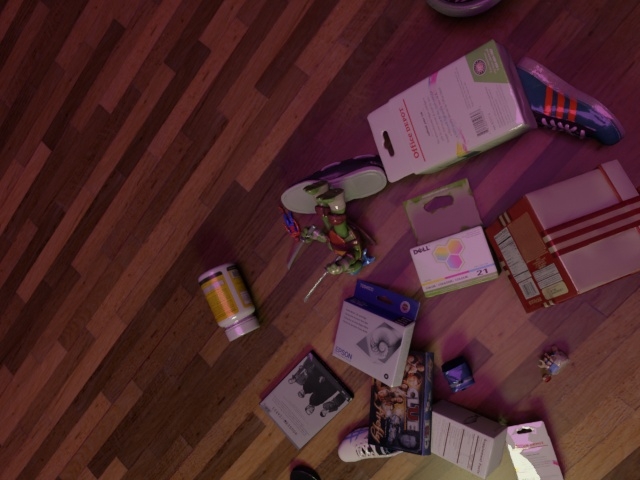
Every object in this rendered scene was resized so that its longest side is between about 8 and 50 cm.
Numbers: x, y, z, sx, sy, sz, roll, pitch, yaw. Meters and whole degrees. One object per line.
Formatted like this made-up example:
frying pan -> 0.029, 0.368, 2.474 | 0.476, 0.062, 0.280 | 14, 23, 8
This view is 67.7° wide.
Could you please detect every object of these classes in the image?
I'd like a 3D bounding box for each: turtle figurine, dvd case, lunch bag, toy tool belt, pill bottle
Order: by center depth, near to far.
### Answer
toy tool belt -> 0.565, 0.302, 1.173 | 0.083, 0.052, 0.051 | -49, 46, 10
lunch bag -> 0.352, 0.344, 1.213 | 0.067, 0.098, 0.065 | -28, 86, 12
turtle figurine -> 0.000, 0.000, 1.241 | 0.274, 0.198, 0.267 | -8, 116, 12
dvd case -> -0.044, 0.464, 1.384 | 0.179, 0.029, 0.239 | 46, 105, 12
pill bottle -> -0.265, 0.180, 1.401 | 0.119, 0.119, 0.209 | -28, 82, 17

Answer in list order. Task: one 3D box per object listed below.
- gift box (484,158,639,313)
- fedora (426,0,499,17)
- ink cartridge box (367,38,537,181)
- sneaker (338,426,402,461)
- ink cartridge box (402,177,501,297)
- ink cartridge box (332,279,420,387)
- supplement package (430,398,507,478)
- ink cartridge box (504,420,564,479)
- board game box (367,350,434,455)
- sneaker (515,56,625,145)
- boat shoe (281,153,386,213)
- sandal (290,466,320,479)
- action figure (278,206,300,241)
gift box -> 0.555, 0.017, 1.029 | 0.258, 0.255, 0.277 | -20, 79, -9
fedora -> 0.382, -0.667, 1.157 | 0.275, 0.124, 0.244 | -46, 76, 23
ink cartridge box -> 0.308, -0.294, 1.166 | 0.353, 0.119, 0.207 | -21, 84, 38
sneaker -> 0.149, 0.552, 1.295 | 0.237, 0.086, 0.085 | -25, 86, 19
ink cartridge box -> 0.319, -0.008, 1.206 | 0.188, 0.097, 0.256 | -20, 86, 24
ink cartridge box -> 0.140, 0.237, 1.260 | 0.223, 0.045, 0.224 | 16, 96, 45
supplement package -> 0.352, 0.487, 1.185 | 0.179, 0.105, 0.105 | 13, 96, 39
ink cartridge box -> 0.525, 0.531, 1.180 | 0.104, 0.061, 0.182 | -18, 86, 19
board game box -> 0.206, 0.406, 1.224 | 0.165, 0.042, 0.244 | -9, 69, 41
sneaker -> 0.555, -0.301, 1.128 | 0.302, 0.108, 0.121 | 44, 105, 20
boat shoe -> 0.037, -0.155, 1.309 | 0.302, 0.091, 0.114 | -10, 133, 17
sandal -> -0.028, 0.782, 1.375 | 0.097, 0.054, 0.255 | -16, 87, 18
action figure -> -0.087, -0.049, 1.385 | 0.038, 0.030, 0.115 | -26, 86, 12
